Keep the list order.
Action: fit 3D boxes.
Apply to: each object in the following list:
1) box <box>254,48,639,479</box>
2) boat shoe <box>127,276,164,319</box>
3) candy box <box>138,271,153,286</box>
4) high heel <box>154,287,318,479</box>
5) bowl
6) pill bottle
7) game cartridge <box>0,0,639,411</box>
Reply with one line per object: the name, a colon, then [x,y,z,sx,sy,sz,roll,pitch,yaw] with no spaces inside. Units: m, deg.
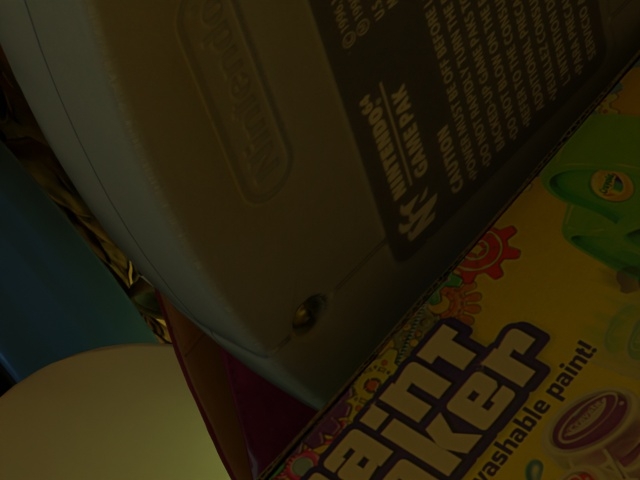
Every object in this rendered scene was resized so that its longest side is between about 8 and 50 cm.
box: [0.108,0.131,0.617,0.177,0.290,0.279,31,156,27]
boat shoe: [-0.039,0.033,1.008,0.153,0.048,0.056,20,148,45]
candy box: [0.000,0.000,0.853,0.165,0.070,0.196,37,158,14]
high heel: [-0.092,-0.084,0.706,0.377,0.181,0.127,38,157,11]
bowl: [-0.225,0.011,1.178,0.391,0.077,0.391,43,163,17]
pill bottle: [-0.081,0.237,1.041,0.229,0.229,0.407,33,150,23]
game cartridge: [0.007,-0.087,0.518,0.060,0.196,0.294,27,152,33]
